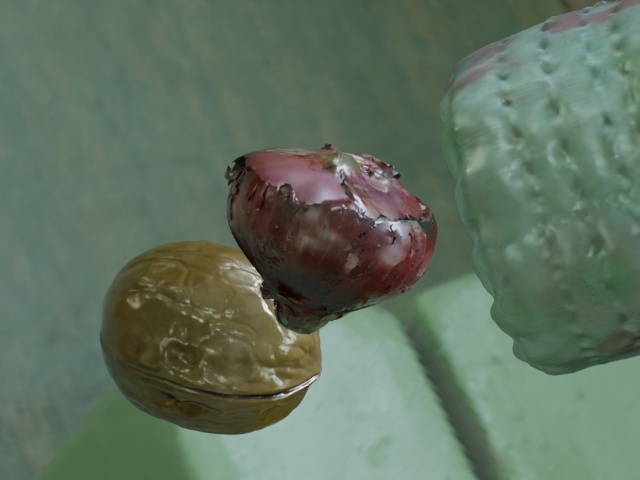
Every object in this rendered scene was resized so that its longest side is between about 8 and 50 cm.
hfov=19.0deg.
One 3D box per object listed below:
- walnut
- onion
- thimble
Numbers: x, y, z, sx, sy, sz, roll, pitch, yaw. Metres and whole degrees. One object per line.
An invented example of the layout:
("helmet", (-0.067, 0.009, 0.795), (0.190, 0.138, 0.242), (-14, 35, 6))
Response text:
("walnut", (-0.096, 0.086, 1.676), (0.207, 0.167, 0.167), (16, 49, 14))
("onion", (0.000, 0.000, 1.506), (0.184, 0.147, 0.184), (24, 11, -5))
("thimble", (0.153, -0.039, 1.014), (0.149, 0.185, 0.211), (-17, 52, 14))
